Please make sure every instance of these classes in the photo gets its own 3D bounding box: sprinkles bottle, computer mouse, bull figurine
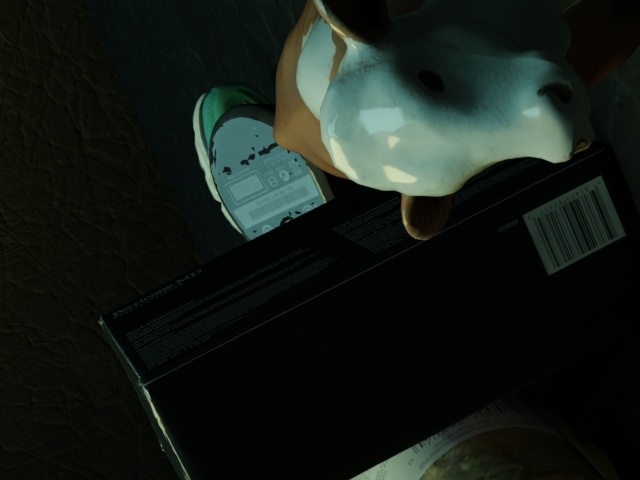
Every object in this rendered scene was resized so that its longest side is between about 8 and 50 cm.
[{"bbox_3d":[0.078,0.132,1.031,0.121,0.121,0.355,66,175,-16],"label":"sprinkles bottle"},{"bbox_3d":[0.000,0.000,1.540,0.188,0.072,0.272,-17,104,42],"label":"computer mouse"},{"bbox_3d":[0.062,-0.080,0.662,0.101,0.188,0.310,64,171,-7],"label":"bull figurine"}]

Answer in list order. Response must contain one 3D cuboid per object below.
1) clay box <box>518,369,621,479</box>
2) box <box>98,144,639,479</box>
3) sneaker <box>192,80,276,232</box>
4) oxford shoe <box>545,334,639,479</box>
[{"bbox_3d":[0.189,0.158,1.071,0.222,0.053,0.127,54,167,41],"label":"clay box"},{"bbox_3d":[0.026,0.040,0.982,0.103,0.261,0.184,65,172,-15],"label":"box"},{"bbox_3d":[-0.015,-0.035,1.643,0.275,0.107,0.110,57,151,10],"label":"sneaker"},{"bbox_3d":[0.187,0.101,0.924,0.076,0.076,0.212,41,-179,-14],"label":"oxford shoe"}]
